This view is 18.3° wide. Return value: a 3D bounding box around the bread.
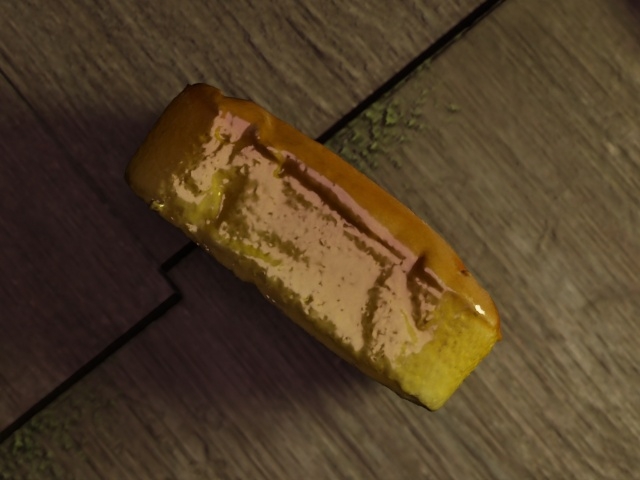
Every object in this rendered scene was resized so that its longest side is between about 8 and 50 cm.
[{"bbox_3d":[0.000,0.000,1.197,0.245,0.102,0.094,37,91,5],"label":"bread"}]
